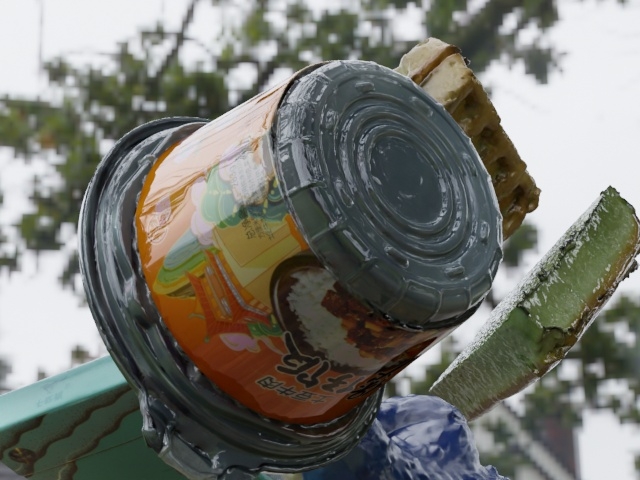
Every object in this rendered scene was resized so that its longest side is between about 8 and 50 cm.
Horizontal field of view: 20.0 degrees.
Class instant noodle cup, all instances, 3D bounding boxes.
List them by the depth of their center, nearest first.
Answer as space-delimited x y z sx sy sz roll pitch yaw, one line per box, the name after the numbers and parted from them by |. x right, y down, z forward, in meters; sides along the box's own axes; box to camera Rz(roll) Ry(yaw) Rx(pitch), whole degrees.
0.000 0.000 0.806 0.178 0.208 0.125 23 -40 -34 | instant noodle cup

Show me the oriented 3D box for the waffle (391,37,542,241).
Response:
0.039 0.000 1.577 0.328 0.098 0.224 -43 -38 -9 | waffle

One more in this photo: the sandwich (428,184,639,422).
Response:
0.161 0.083 1.474 0.212 0.063 0.245 -52 -6 35 | sandwich

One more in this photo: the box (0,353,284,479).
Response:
-0.149 0.175 1.474 0.162 0.041 0.229 -21 -41 21 | box

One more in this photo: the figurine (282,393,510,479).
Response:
0.054 0.163 0.992 0.121 0.164 0.262 4 -18 33 | figurine
